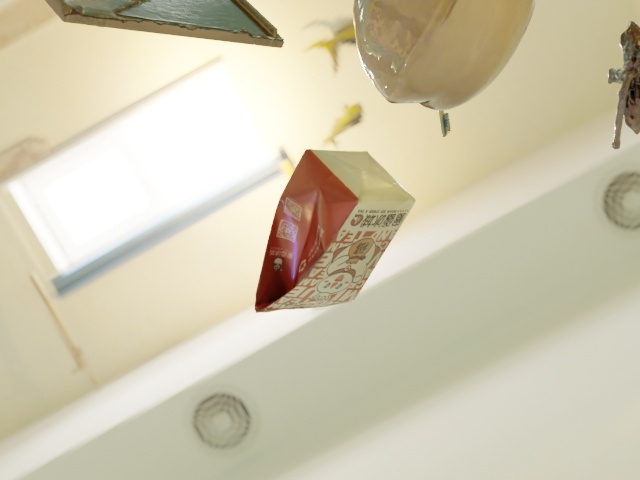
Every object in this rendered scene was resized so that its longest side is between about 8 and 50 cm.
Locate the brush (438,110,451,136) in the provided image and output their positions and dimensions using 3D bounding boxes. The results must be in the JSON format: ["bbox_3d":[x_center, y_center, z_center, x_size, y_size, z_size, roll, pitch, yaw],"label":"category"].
[{"bbox_3d":[0.177,-0.190,1.874,0.013,0.083,0.016,-1,-152,24],"label":"brush"}]

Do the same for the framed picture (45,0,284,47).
[{"bbox_3d":[-0.194,-0.274,1.380,0.281,0.209,0.019,0,126,-41],"label":"framed picture"}]

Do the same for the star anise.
[{"bbox_3d":[0.575,-0.278,2.319,0.089,0.231,0.209,12,179,-24],"label":"star anise"}]

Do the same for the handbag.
[{"bbox_3d":[0.000,0.000,2.139,0.171,0.151,0.298,-2,132,-49],"label":"handbag"}]

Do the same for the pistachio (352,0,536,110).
[{"bbox_3d":[0.162,-0.311,1.549,0.331,0.208,0.226,-60,177,3],"label":"pistachio"}]
